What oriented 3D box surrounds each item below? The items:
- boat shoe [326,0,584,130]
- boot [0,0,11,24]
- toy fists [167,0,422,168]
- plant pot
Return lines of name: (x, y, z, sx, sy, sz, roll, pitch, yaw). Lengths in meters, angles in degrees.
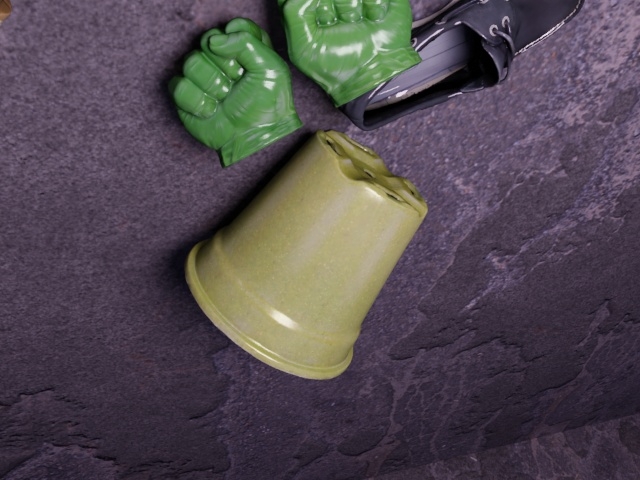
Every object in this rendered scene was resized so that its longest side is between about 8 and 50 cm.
boat shoe: (0.172, -0.224, 0.789, 0.340, 0.113, 0.127, -18, 142, -1)
boot: (-0.418, -0.207, 0.592, 0.165, 0.077, 0.213, -40, 140, 27)
toy fists: (-0.035, -0.196, 0.712, 0.279, 0.096, 0.142, -27, 98, 13)
plant pot: (0.000, 0.000, 0.896, 0.276, 0.276, 0.254, 20, 117, -39)
